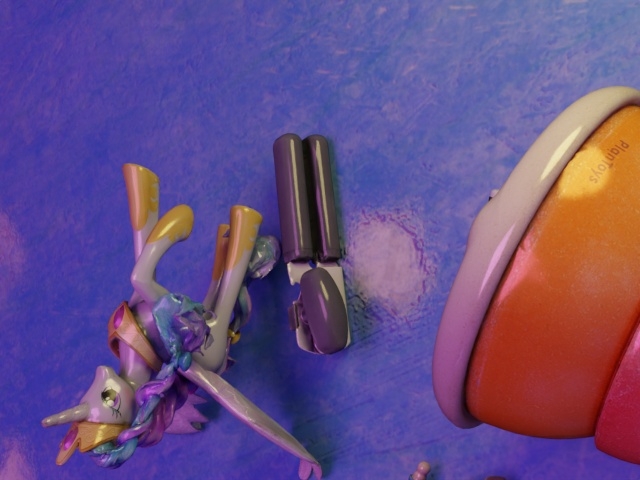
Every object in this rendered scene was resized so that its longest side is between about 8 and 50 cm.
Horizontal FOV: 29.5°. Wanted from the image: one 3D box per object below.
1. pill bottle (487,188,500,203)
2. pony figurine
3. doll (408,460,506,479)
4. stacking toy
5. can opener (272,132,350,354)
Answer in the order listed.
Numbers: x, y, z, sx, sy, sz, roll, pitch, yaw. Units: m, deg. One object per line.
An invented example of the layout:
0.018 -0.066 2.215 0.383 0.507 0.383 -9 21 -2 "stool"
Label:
0.203 0.007 1.322 0.065 0.065 0.116 18 97 41 "pill bottle"
-0.165 0.135 1.495 0.303 0.351 0.363 2 68 38 "pony figurine"
0.135 0.310 1.366 0.189 0.046 0.129 -30 76 43 "doll"
0.368 0.108 1.051 0.480 0.351 0.350 30 106 23 "stacking toy"
0.000 0.000 1.489 0.095 0.076 0.283 -24 69 59 "can opener"
